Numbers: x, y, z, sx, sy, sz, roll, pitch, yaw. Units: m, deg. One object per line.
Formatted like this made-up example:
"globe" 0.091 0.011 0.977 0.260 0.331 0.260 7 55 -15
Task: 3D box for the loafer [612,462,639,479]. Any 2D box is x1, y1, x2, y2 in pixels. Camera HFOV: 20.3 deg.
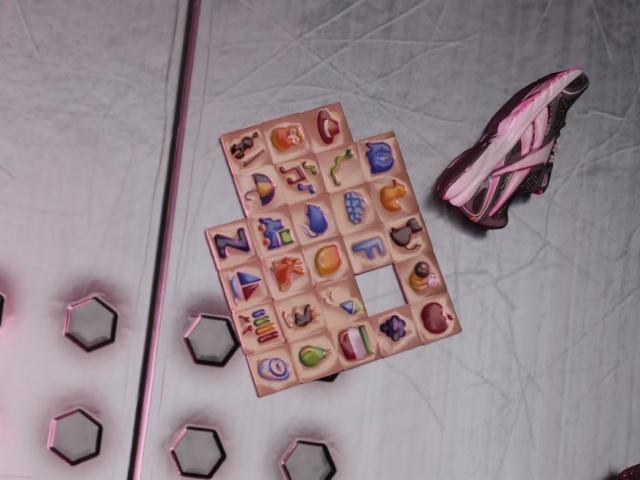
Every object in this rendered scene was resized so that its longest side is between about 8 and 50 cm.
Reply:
"loafer" 0.275 0.307 1.581 0.078 0.080 0.220 19 81 -18

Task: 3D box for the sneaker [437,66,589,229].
"sneaker" 0.188 -0.082 1.646 0.178 0.072 0.077 -46 103 -8

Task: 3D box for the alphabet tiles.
"alphabet tiles" 0.000 0.000 1.612 0.198 0.009 0.237 -17 83 -14
